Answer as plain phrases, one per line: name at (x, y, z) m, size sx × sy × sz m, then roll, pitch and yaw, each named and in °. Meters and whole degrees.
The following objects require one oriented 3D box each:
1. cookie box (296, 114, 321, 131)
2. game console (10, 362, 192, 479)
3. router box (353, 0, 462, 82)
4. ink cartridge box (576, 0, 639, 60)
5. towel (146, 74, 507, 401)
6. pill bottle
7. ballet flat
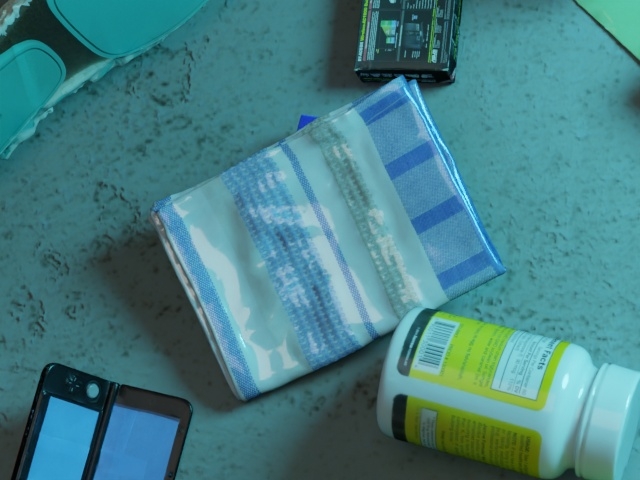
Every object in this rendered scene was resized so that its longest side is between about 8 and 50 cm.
cookie box at (0.016, -0.056, 1.606) m, size 0.092 × 0.040 × 0.107 m, roll 12°, pitch 80°, yaw 17°
game console at (-0.202, 0.197, 1.575) m, size 0.085 × 0.124 × 0.144 m, roll 3°, pitch 74°, yaw 43°
router box at (0.085, -0.210, 1.631) m, size 0.092 × 0.038 × 0.122 m, roll 3°, pitch 75°, yaw 15°
ink cartridge box at (0.365, -0.207, 1.548) m, size 0.171 × 0.056 × 0.235 m, roll -42°, pitch 70°, yaw 1°
towel at (0.000, 0.000, 1.559) m, size 0.285 × 0.034 × 0.209 m, roll -27°, pitch 82°, yaw 16°
pill bottle at (0.163, 0.136, 1.472) m, size 0.209 × 0.119 × 0.119 m, roll 14°, pitch 79°, yaw 18°
ballet flat at (-0.266, -0.215, 1.685) m, size 0.409 × 0.147 × 0.147 m, roll -37°, pitch 69°, yaw 2°
